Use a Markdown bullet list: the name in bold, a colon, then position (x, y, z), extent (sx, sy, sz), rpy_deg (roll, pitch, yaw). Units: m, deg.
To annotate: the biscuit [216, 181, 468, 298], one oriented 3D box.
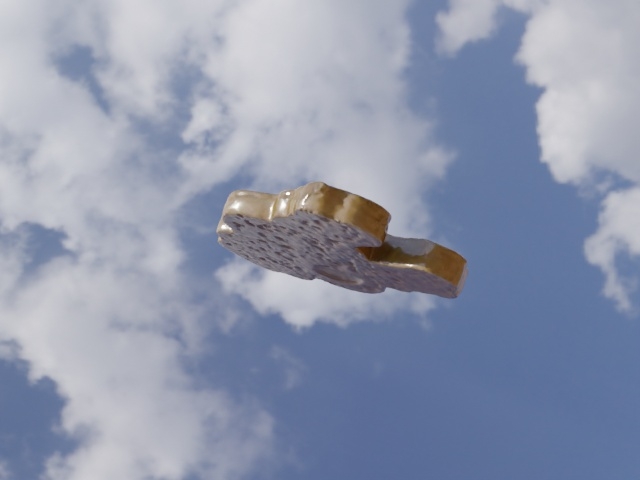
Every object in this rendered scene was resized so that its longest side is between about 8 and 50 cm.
- **biscuit**: position (0.002, 0.002, 0.691), extent (0.144, 0.236, 0.040), rpy_deg (36, -106, -27)
